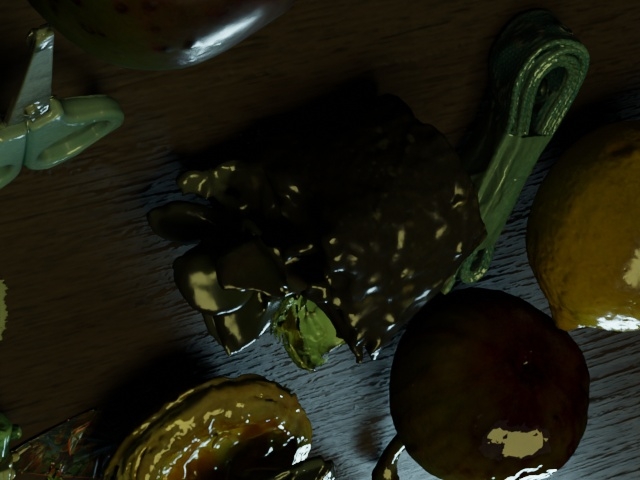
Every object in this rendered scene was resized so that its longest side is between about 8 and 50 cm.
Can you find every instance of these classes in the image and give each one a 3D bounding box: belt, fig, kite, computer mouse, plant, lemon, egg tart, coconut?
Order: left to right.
[{"bbox_3d":[-0.256,0.227,1.943,0.183,0.010,0.160,10,122,-41],"label":"kite"},{"bbox_3d":[-0.123,0.217,1.954,0.241,0.106,0.241,-23,140,-21],"label":"egg tart"},{"bbox_3d":[-0.063,0.282,1.946,0.192,0.062,0.106,-50,148,2],"label":"computer mouse"},{"bbox_3d":[0.000,0.000,1.765,0.276,0.188,0.199,-29,139,-9],"label":"plant"},{"bbox_3d":[0.010,0.065,1.939,0.158,0.055,0.133,10,123,-39],"label":"coconut"},{"bbox_3d":[0.133,0.190,2.077,0.217,0.217,0.321,2,152,-37],"label":"fig"},{"bbox_3d":[0.166,-0.082,1.897,0.087,0.072,0.302,-2,128,-39],"label":"belt"},{"bbox_3d":[0.305,-0.017,1.968,0.188,0.188,0.257,13,109,-42],"label":"lemon"}]

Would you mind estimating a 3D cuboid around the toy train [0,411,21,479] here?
[{"bbox_3d":[-0.341,0.238,1.844,0.125,0.081,0.194,-13,133,-33],"label":"toy train"}]

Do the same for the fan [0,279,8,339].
[{"bbox_3d":[-0.375,0.031,1.667,0.233,0.012,0.415,-14,136,-25],"label":"fan"}]

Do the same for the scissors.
[{"bbox_3d":[-0.225,-0.102,1.490,0.191,0.029,0.360,-25,170,-17],"label":"scissors"}]

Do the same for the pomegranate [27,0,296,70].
[{"bbox_3d":[-0.133,-0.273,1.379,0.323,0.291,0.291,20,123,-3],"label":"pomegranate"}]
